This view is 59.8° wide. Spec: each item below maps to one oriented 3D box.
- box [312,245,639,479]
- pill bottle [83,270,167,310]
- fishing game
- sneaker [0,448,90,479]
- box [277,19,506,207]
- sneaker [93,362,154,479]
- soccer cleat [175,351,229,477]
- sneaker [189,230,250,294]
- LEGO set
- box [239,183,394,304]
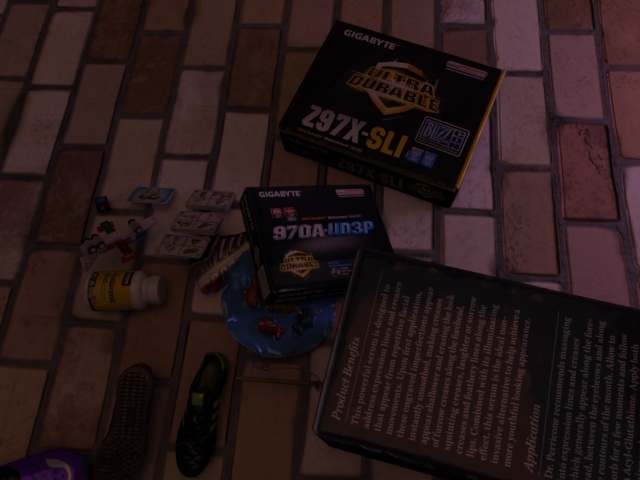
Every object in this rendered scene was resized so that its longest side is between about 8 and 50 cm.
[{"bbox_3d":[0.211,0.192,0.681,0.396,0.293,0.212,13,69,10],"label":"box"},{"bbox_3d":[-0.309,0.080,0.888,0.116,0.065,0.065,-2,68,3],"label":"pill bottle"},{"bbox_3d":[-0.058,0.085,0.844,0.189,0.041,0.264,13,71,-17],"label":"fishing game"},{"bbox_3d":[-0.467,0.361,0.742,0.293,0.146,0.102,-18,68,-3],"label":"sneaker"},{"bbox_3d":[0.124,-0.228,0.975,0.322,0.079,0.257,22,73,12],"label":"box"},{"bbox_3d":[-0.277,0.274,0.814,0.066,0.071,0.188,15,88,-4],"label":"sneaker"},{"bbox_3d":[-0.175,0.248,0.805,0.060,0.072,0.178,8,69,8],"label":"soccer cleat"},{"bbox_3d":[-0.143,0.009,0.905,0.170,0.063,0.075,-40,72,-10],"label":"sneaker"},{"bbox_3d":[-0.281,-0.022,0.926,0.244,0.060,0.182,4,38,9],"label":"LEGO set"},{"bbox_3d":[0.000,0.000,0.856,0.220,0.051,0.175,-3,64,-27],"label":"box"}]
